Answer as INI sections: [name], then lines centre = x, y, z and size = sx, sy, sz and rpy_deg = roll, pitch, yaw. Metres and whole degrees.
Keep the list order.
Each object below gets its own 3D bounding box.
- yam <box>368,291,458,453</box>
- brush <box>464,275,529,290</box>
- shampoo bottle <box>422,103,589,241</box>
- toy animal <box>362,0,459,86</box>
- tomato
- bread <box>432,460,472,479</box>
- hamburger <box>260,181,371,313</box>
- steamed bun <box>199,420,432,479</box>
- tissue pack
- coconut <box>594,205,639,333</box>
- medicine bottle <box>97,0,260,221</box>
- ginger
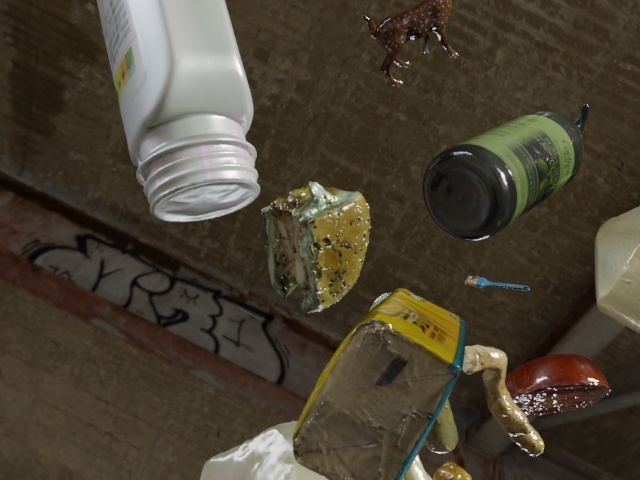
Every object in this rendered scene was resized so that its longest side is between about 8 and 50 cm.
[yam]
centre = 0.177, 0.249, 1.105
size = 0.083, 0.083, 0.371
rpy_deg = -11, -60, 21
[brush]
centre = 0.463, 0.115, 1.583
size = 0.164, 0.051, 0.014
rpy_deg = 7, -67, 22
[shampoo bottle]
centre = 0.236, -0.092, 0.699
size = 0.101, 0.284, 0.101
rpy_deg = 24, -54, 37
[toy animal]
centre = 0.199, -0.433, 1.128
size = 0.087, 0.243, 0.260
rpy_deg = 46, -12, 34
[tomato]
centre = 0.472, 0.298, 1.244
size = 0.225, 0.085, 0.225
rpy_deg = -7, -32, -4
[bread]
centre = 0.242, 0.445, 1.098
size = 0.081, 0.046, 0.083
rpy_deg = 52, -43, 9
[hamburger]
centre = 0.000, 0.000, 1.217
size = 0.168, 0.192, 0.287
rpy_deg = 38, -36, 40
[steamed bun]
centre = 0.012, 0.369, 0.779
size = 0.320, 0.206, 0.275
rpy_deg = -6, -46, -14
[tissue pack]
centre = 0.053, 0.107, 0.467
size = 0.082, 0.169, 0.120
rpy_deg = 29, -81, 12
[coconut]
centre = 0.693, 0.061, 1.199
size = 0.323, 0.323, 0.322
rpy_deg = 7, -59, 12
[medicine bottle]
centre = -0.152, -0.185, 0.622
size = 0.179, 0.124, 0.324
rpy_deg = -38, -118, 56
[ginger]
centre = 0.311, 0.273, 1.018
size = 0.075, 0.089, 0.288
rpy_deg = -31, -59, 2
